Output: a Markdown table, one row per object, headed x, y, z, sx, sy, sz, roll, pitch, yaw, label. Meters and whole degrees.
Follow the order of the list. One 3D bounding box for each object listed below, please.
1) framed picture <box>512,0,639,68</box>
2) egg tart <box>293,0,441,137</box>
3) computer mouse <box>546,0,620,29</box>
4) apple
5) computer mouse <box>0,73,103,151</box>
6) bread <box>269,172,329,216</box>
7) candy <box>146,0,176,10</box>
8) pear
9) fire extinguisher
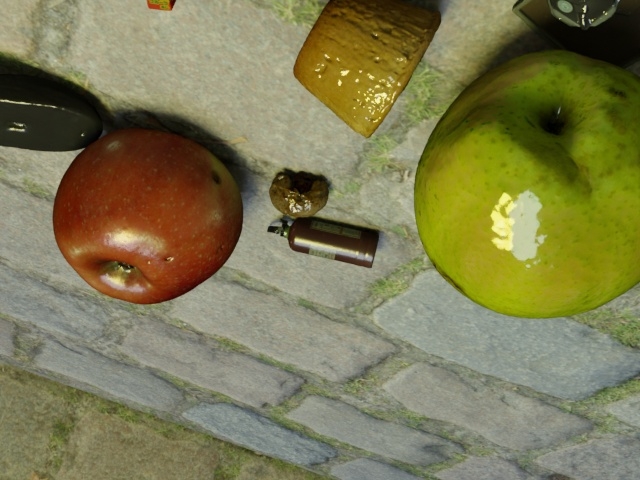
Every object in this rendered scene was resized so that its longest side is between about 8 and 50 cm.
| x | y | z | sx | sy | sz | roll | pitch | yaw | label |
| --- | --- | --- | --- | --- | --- | --- | --- | --- | --- |
| 0.400 | -0.310 | 0.988 | 0.189 | 0.023 | 0.260 | 31 | 144 | -24 | framed picture |
| 0.060 | -0.259 | 1.070 | 0.147 | 0.202 | 0.202 | 33 | 146 | -1 | egg tart |
| 0.307 | -0.347 | 0.915 | 0.105 | 0.062 | 0.192 | 12 | 135 | 36 | computer mouse |
| -0.317 | -0.040 | 1.438 | 0.348 | 0.277 | 0.348 | 10 | 146 | 7 | apple |
| -0.527 | -0.231 | 1.383 | 0.269 | 0.086 | 0.137 | 3 | 143 | -21 | computer mouse |
| -0.042 | -0.085 | 1.446 | 0.113 | 0.082 | 0.060 | 7 | 144 | 6 | bread |
| -0.224 | -0.386 | 1.081 | 0.038 | 0.062 | 0.122 | 9 | 146 | 5 | candy |
| 0.312 | -0.080 | 1.061 | 0.391 | 0.391 | 0.391 | 10 | 147 | 7 | pear |
| 0.000 | 0.000 | 1.575 | 0.231 | 0.071 | 0.099 | 12 | 175 | 5 | fire extinguisher |
